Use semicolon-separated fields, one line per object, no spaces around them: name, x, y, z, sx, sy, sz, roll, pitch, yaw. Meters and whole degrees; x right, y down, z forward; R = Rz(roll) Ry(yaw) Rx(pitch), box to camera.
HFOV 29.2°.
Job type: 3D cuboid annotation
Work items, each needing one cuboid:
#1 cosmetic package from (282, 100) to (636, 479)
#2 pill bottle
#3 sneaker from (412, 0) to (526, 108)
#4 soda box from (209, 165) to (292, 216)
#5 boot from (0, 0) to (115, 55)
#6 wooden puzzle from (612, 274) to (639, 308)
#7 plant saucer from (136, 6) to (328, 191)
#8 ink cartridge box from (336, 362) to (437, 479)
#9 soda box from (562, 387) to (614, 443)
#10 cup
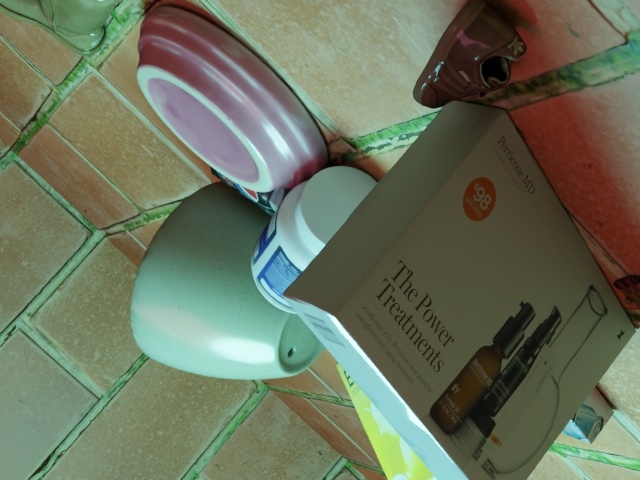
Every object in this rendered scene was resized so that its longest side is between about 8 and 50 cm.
cosmetic package;0.168;0.080;1.338;0.097;0.284;0.377;17;153;50
pill bottle;0.000;0.000;1.738;0.153;0.153;0.264;41;156;1
sneaker;0.139;-0.157;1.160;0.071;0.066;0.188;38;165;5
soda box;-0.095;-0.093;1.911;0.169;0.060;0.053;35;161;21
boot;-0.401;-0.386;1.798;0.236;0.089;0.269;30;167;-6
wooden puzzle;0.353;0.059;1.358;0.049;0.006;0.083;42;165;-3
plant saucer;-0.139;-0.181;1.732;0.332;0.084;0.332;37;165;12
ink cartridge box;0.117;0.169;1.635;0.307;0.072;0.303;62;153;15
soda box;0.328;0.198;1.696;0.183;0.063;0.058;49;162;-27
cup;-0.110;0.097;2.005;0.237;0.331;0.331;26;159;29
